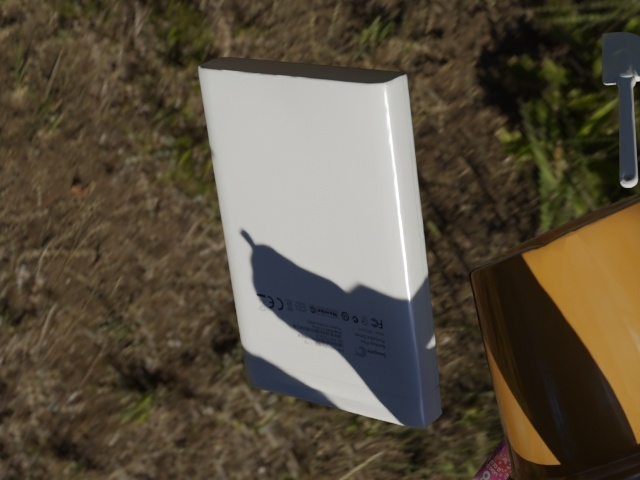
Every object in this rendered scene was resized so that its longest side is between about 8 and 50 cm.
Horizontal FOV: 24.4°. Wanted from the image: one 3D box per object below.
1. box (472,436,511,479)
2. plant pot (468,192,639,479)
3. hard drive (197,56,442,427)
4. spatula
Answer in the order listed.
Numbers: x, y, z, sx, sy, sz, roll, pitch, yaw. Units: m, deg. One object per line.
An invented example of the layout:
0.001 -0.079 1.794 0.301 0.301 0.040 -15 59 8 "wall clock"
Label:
0.305 0.276 1.390 0.154 0.300 0.142 27 103 -41 "box"
0.185 0.078 0.904 0.205 0.205 0.188 -24 89 -24 "plant pot"
0.000 0.000 1.464 0.047 0.233 0.353 -31 122 -45 "hard drive"
0.361 -0.144 1.448 0.168 0.019 0.242 -5 43 14 "spatula"
